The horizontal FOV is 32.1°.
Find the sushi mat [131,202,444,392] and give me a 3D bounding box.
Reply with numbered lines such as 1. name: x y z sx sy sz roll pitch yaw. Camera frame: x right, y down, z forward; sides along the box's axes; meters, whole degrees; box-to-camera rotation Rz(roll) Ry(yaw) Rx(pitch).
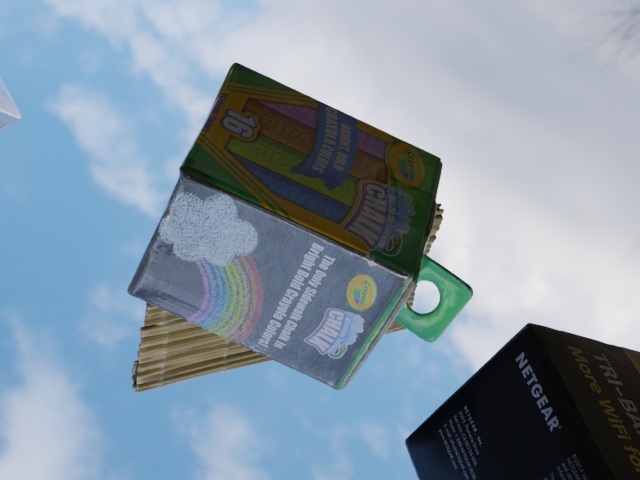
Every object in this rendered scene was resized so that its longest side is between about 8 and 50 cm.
1. sushi mat: -0.023 0.046 1.004 0.316 0.151 0.019 -9 -141 -37

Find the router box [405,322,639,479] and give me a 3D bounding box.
1. router box: 0.187 0.189 0.388 0.242 0.081 0.309 16 -142 -37

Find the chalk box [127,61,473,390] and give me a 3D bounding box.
1. chalk box: 0.000 0.000 0.767 0.213 0.132 0.132 25 -138 -6

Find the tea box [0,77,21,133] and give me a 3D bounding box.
1. tea box: -0.428 -0.107 0.787 0.220 0.323 0.329 59 176 -5
